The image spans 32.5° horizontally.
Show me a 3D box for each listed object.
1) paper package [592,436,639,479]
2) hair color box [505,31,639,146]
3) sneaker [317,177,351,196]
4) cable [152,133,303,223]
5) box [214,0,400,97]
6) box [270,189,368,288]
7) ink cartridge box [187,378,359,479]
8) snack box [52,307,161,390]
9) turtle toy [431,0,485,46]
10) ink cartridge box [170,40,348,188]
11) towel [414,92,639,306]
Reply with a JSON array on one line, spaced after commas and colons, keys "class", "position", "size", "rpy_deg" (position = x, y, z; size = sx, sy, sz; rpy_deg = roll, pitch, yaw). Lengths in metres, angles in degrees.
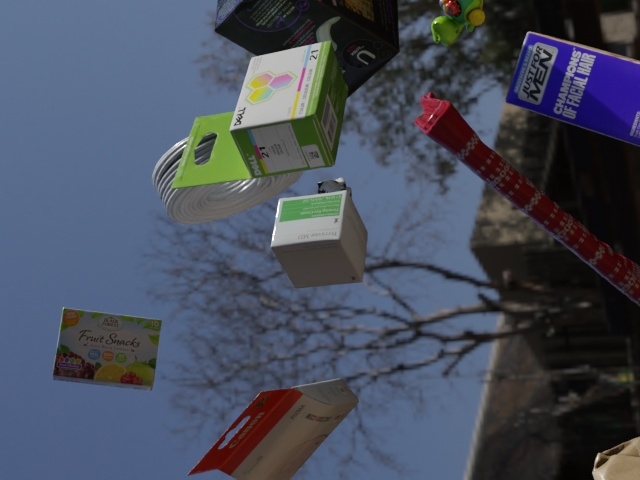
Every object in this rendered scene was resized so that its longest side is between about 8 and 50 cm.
[{"class": "paper package", "position": [0.415, 0.370, 1.001], "size": [0.309, 0.168, 0.325], "rpy_deg": [-122, 10, -71]}, {"class": "hair color box", "position": [0.439, -0.175, 1.446], "size": [0.185, 0.338, 0.110], "rpy_deg": [-2, -69, -55]}, {"class": "sneaker", "position": [0.022, -0.065, 1.634], "size": [0.109, 0.043, 0.040], "rpy_deg": [-125, 33, -71]}, {"class": "cable", "position": [-0.154, -0.115, 1.858], "size": [0.257, 0.257, 0.089], "rpy_deg": [-12, -110, -33]}, {"class": "box", "position": [-0.020, -0.377, 1.828], "size": [0.270, 0.165, 0.143], "rpy_deg": [27, -134, -29]}, {"class": "box", "position": [0.000, 0.000, 1.463], "size": [0.102, 0.101, 0.087], "rpy_deg": [61, -151, -48]}, {"class": "ink cartridge box", "position": [-0.065, 0.296, 1.645], "size": [0.066, 0.189, 0.232], "rpy_deg": [47, -160, 19]}, {"class": "snack box", "position": [-0.303, 0.156, 1.569], "size": [0.037, 0.141, 0.100], "rpy_deg": [121, 155, -67]}, {"class": "turtle toy", "position": [0.203, -0.346, 1.604], "size": [0.095, 0.066, 0.130], "rpy_deg": [-99, 21, -69]}, {"class": "ink cartridge box", "position": [-0.101, -0.181, 1.613], "size": [0.189, 0.255, 0.097], "rpy_deg": [-80, -25, -46]}, {"class": "towel", "position": [0.184, -0.020, 0.863], "size": [0.275, 0.031, 0.199], "rpy_deg": [39, -171, -4]}]
